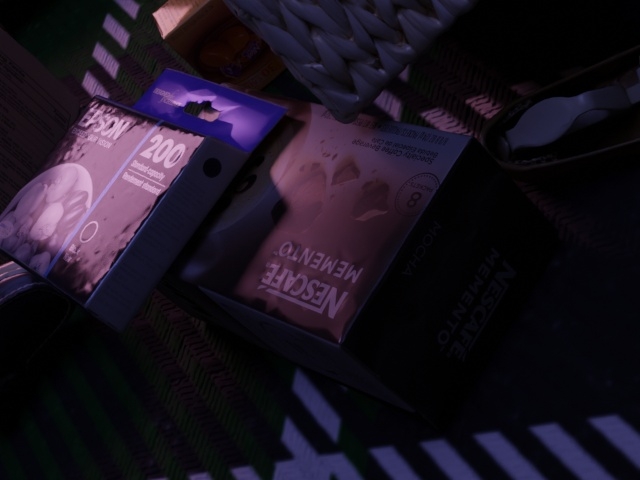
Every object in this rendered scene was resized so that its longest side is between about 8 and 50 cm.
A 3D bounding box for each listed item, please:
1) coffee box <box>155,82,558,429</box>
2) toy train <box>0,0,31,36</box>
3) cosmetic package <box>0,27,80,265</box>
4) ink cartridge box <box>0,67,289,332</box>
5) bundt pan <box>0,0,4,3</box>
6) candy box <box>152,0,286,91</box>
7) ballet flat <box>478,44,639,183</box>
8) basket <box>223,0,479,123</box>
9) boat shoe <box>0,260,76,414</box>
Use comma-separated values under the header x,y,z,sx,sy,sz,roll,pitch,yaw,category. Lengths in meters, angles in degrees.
x,y,z,sx,sy,sz,roll,pitch,yaw,category
0.000,0.000,1.040,0.297,0.119,0.168,20,72,50,coffee box
-0.376,-0.225,1.657,0.036,0.027,0.158,4,59,32,toy train
-0.347,-0.048,1.379,0.129,0.153,0.296,-20,45,29,cosmetic package
-0.147,-0.049,1.092,0.208,0.045,0.206,-53,35,-10,ink cartridge box
-0.403,-0.378,1.710,0.331,0.124,0.331,-32,31,22,bundt pan
-0.043,-0.218,1.276,0.187,0.109,0.053,-38,40,10,candy box
0.210,-0.092,0.956,0.232,0.073,0.080,-24,76,30,ballet flat
0.032,-0.315,1.010,0.266,0.331,0.328,-41,7,29,basket
-0.311,0.125,1.243,0.285,0.103,0.092,-37,45,18,boat shoe
